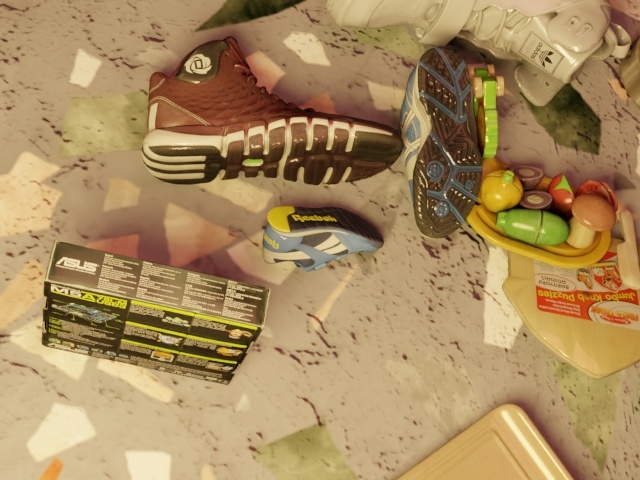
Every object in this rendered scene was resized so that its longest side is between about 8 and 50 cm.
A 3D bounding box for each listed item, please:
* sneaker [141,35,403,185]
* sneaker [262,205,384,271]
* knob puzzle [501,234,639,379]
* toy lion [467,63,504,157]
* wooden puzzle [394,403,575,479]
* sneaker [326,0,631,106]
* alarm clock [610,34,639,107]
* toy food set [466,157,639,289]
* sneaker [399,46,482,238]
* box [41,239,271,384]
[{"bbox_3d":[-0.054,-0.151,1.161,0.281,0.106,0.163,-1,63,-15],"label":"sneaker"},{"bbox_3d":[0.000,0.000,1.138,0.144,0.059,0.053,5,32,-31],"label":"sneaker"},{"bbox_3d":[0.289,0.072,1.183,0.213,0.030,0.213,8,50,-10],"label":"knob puzzle"},{"bbox_3d":[0.186,-0.144,1.219,0.034,0.096,0.100,-3,21,0],"label":"toy lion"},{"bbox_3d":[0.160,0.309,1.047,0.238,0.044,0.221,-31,78,-21],"label":"wooden puzzle"},{"bbox_3d":[0.199,-0.266,1.263,0.365,0.137,0.210,-18,69,-26],"label":"sneaker"},{"bbox_3d":[0.431,-0.221,1.355,0.192,0.064,0.129,19,62,-3],"label":"alarm clock"},{"bbox_3d":[0.269,-0.040,1.200,0.217,0.071,0.128,18,50,-2],"label":"toy food set"},{"bbox_3d":[0.131,-0.105,1.209,0.080,0.081,0.211,5,82,-15],"label":"sneaker"},{"bbox_3d":[-0.156,0.071,0.982,0.190,0.184,0.045,13,62,-9],"label":"box"}]
